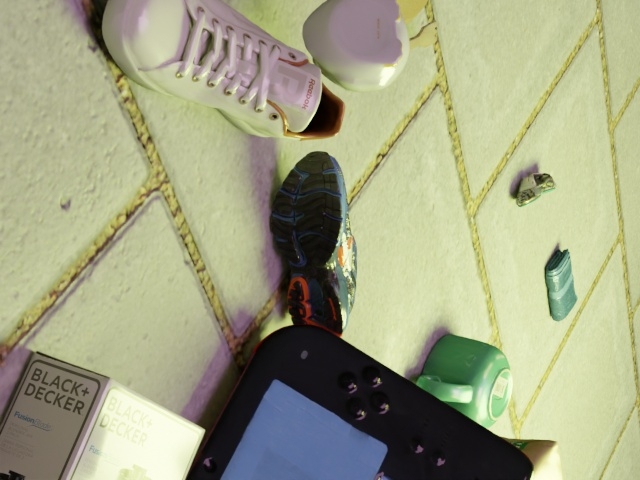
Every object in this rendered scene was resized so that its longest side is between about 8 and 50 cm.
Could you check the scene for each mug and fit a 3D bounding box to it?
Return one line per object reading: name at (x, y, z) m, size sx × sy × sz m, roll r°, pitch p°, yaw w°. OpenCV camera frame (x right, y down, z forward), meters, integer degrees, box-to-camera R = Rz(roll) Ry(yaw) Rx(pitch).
mug at (0.204, 0.211, 1.704) m, size 0.158 × 0.097 × 0.129 m, roll -44°, pitch 136°, yaw -43°

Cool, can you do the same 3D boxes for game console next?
game console at (0.015, 0.311, 1.249) m, size 0.387 × 0.342 × 0.060 m, roll -61°, pitch -176°, yaw -24°

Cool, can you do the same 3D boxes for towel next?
towel at (0.406, 0.077, 2.055) m, size 0.067 × 0.029 × 0.119 m, roll -51°, pitch 141°, yaw -36°

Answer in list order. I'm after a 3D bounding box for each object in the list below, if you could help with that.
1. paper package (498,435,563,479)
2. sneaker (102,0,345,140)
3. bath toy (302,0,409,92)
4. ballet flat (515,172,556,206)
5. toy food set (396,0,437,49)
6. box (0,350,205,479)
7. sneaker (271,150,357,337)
paper package at (0.171, 0.435, 1.494) m, size 0.325 × 0.168 × 0.310 m, roll -38°, pitch 126°, yaw -44°
sneaker at (-0.069, -0.161, 1.094) m, size 0.290 × 0.123 × 0.106 m, roll 21°, pitch 85°, yaw -58°
bath toy at (0.054, -0.305, 1.206) m, size 0.129 × 0.151 × 0.348 m, roll 150°, pitch -51°, yaw -71°
ballet flat at (0.323, -0.081, 1.860) m, size 0.114 × 0.041 × 0.041 m, roll -26°, pitch 122°, yaw -53°
toy food set at (0.091, -0.306, 1.394) m, size 0.132 × 0.038 × 0.192 m, roll -31°, pitch 132°, yaw -42°
box at (-0.223, 0.259, 1.029) m, size 0.169 × 0.087 × 0.290 m, roll 46°, pitch 62°, yaw -55°
sneaker at (0.000, 0.000, 1.327) m, size 0.087 × 0.083 × 0.221 m, roll -56°, pitch 151°, yaw -54°
